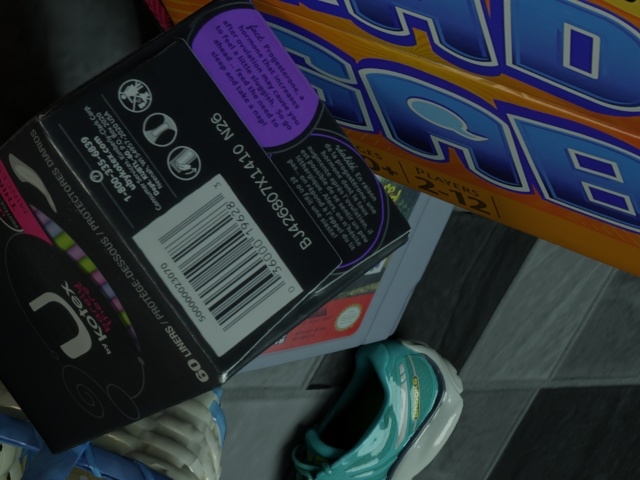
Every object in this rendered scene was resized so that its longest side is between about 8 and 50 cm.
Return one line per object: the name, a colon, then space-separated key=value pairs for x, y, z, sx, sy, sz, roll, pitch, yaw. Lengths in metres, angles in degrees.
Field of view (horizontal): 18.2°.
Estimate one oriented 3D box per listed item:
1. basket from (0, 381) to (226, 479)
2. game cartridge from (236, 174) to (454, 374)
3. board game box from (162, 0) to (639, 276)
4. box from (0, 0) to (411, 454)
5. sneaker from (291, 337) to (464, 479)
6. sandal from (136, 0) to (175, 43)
basket: x=-0.177 y=0.222 z=1.289 sx=0.289 sy=0.201 sz=0.255 roll=-69 pitch=174 yaw=-55
game cartridge: x=0.000 y=0.000 z=1.503 sx=0.294 sy=0.060 sz=0.196 roll=-10 pitch=126 yaw=-53
board game box: x=0.134 y=-0.236 z=1.042 sx=0.356 sy=0.356 sz=0.356 roll=-60 pitch=155 yaw=-17
box: x=-0.101 y=-0.001 z=1.100 sx=0.143 sy=0.165 sz=0.270 roll=-37 pitch=-176 yaw=-29
sneaker: x=0.013 y=0.203 z=1.730 sx=0.110 sy=0.107 sz=0.275 roll=21 pitch=100 yaw=-41
sandal: x=-0.100 y=-0.149 z=1.173 sx=0.040 sy=0.067 sz=0.179 roll=-24 pitch=143 yaw=-20
